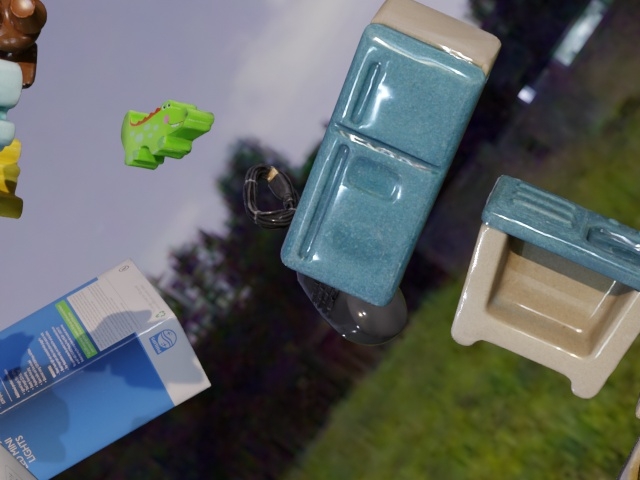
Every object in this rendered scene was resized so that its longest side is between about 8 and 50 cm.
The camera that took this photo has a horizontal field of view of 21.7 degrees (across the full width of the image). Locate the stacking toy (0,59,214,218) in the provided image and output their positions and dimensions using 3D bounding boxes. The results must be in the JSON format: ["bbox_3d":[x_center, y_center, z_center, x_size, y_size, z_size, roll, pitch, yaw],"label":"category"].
[{"bbox_3d":[-0.185,-0.058,0.825,0.221,0.167,0.052,-15,71,47],"label":"stacking toy"}]

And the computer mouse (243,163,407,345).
[{"bbox_3d":[0.000,0.000,1.338,0.071,0.242,0.041,-8,-52,-28],"label":"computer mouse"}]

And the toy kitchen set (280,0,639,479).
[{"bbox_3d":[0.083,0.020,0.647,0.166,0.207,0.122,-59,-9,-60],"label":"toy kitchen set"}]

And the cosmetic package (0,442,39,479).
[{"bbox_3d":[-0.206,0.239,0.850,0.224,0.138,0.225,-20,-42,10],"label":"cosmetic package"}]

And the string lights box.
[{"bbox_3d":[-0.232,0.126,1.321,0.259,0.077,0.133,-30,28,-9],"label":"string lights box"}]

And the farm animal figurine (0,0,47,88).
[{"bbox_3d":[-0.383,-0.178,1.319,0.330,0.327,0.172,-31,-4,-5],"label":"farm animal figurine"}]
